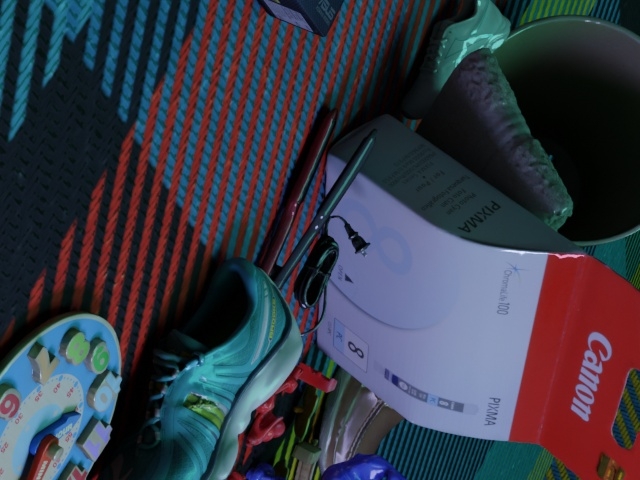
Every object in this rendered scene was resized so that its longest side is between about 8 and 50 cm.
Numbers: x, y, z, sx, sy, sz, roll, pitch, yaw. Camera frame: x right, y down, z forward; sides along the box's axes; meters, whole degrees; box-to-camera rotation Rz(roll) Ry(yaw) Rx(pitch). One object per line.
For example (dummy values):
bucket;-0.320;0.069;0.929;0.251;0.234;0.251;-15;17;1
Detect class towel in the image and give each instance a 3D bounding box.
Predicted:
towel;0.154;-0.043;1.740;0.049;0.187;0.282;-19;161;-25

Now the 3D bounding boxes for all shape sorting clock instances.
shape sorting clock;-0.209;0.149;1.298;0.206;0.040;0.206;-53;159;-31

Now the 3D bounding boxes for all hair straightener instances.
hair straightener;0.000;0.000;1.597;0.047;0.089;0.230;61;55;-87

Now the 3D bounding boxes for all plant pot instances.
plant pot;0.263;-0.093;2.017;0.256;0.256;0.274;-60;179;-12

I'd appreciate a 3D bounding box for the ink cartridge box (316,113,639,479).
ink cartridge box;0.160;0.098;1.695;0.091;0.385;0.308;-35;149;-29

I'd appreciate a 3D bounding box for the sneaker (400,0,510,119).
sneaker;0.126;-0.188;1.779;0.152;0.053;0.061;-51;128;-12

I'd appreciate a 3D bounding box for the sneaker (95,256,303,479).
sneaker;-0.118;0.131;1.479;0.275;0.107;0.110;-59;142;-32

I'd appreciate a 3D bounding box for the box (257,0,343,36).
box;-0.005;-0.272;1.278;0.183;0.059;0.233;-64;162;-6

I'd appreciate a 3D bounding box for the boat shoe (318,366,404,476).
boat shoe;0.098;0.144;2.012;0.324;0.116;0.123;-66;162;4

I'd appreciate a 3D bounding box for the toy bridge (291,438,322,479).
toy bridge;-0.039;0.311;1.999;0.188;0.026;0.063;-68;164;9

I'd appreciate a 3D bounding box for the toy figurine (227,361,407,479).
toy figurine;-0.010;0.334;1.807;0.362;0.217;0.191;-67;162;7
